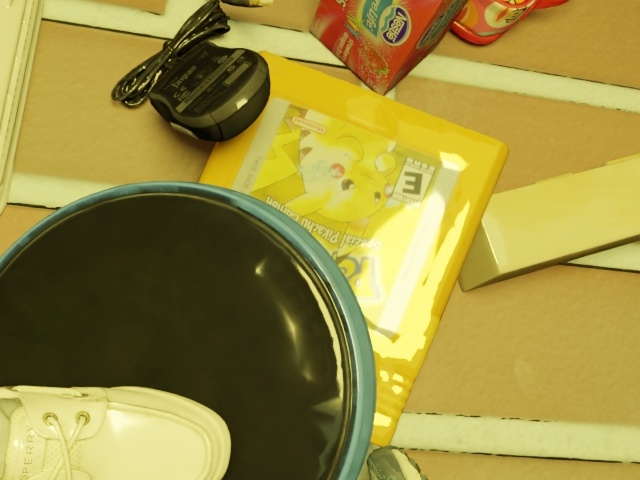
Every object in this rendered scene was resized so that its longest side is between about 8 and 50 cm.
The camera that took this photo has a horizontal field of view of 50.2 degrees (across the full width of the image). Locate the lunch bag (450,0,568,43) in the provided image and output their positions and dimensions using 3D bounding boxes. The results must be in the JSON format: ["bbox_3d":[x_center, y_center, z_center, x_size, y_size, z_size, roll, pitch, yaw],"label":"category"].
[{"bbox_3d":[0.233,-0.404,0.875,0.258,0.120,0.293,39,70,0],"label":"lunch bag"}]

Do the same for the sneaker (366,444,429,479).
[{"bbox_3d":[0.057,0.309,0.550,0.122,0.110,0.283,-10,56,0],"label":"sneaker"}]

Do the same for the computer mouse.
[{"bbox_3d":[-0.095,-0.177,0.698,0.184,0.262,0.060,-48,128,-13],"label":"computer mouse"}]

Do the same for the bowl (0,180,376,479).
[{"bbox_3d":[-0.144,0.130,0.615,0.390,0.077,0.392,0,80,2],"label":"bowl"}]

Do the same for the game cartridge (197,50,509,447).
[{"bbox_3d":[0.000,0.000,0.693,0.285,0.053,0.324,22,81,8],"label":"game cartridge"}]

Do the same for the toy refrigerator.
[{"bbox_3d":[0.286,-0.027,0.791,0.269,0.102,0.094,-14,78,-15],"label":"toy refrigerator"}]

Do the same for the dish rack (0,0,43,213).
[{"bbox_3d":[-0.410,-0.191,0.637,0.285,0.072,0.333,16,68,-37],"label":"dish rack"}]

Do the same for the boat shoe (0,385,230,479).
[{"bbox_3d":[-0.211,0.161,0.524,0.276,0.096,0.098,2,81,3],"label":"boat shoe"}]

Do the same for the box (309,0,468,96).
[{"bbox_3d":[0.095,-0.288,0.739,0.128,0.257,0.122,44,69,2],"label":"box"}]
